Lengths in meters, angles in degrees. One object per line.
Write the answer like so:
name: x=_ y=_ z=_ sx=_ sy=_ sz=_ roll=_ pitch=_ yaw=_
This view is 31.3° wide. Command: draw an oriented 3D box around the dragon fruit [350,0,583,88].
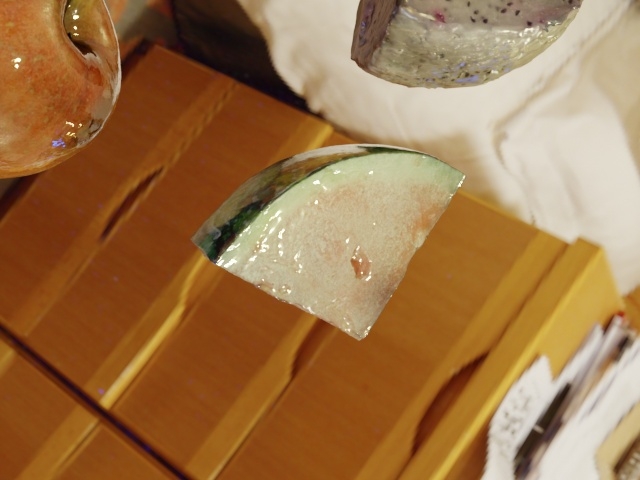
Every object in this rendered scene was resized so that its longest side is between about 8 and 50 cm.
dragon fruit: x=0.168 y=-0.289 z=1.313 sx=0.204 sy=0.221 sz=0.283 roll=115 pitch=-15 yaw=-65

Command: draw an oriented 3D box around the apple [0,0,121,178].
apple: x=-0.313 y=-0.171 z=1.051 sx=0.253 sy=0.253 sz=0.254 roll=-30 pitch=135 yaw=-36

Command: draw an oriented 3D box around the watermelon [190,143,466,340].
watermelon: x=0.000 y=0.000 z=1.048 sx=0.255 sy=0.260 sz=0.176 roll=-12 pitch=101 yaw=-16
